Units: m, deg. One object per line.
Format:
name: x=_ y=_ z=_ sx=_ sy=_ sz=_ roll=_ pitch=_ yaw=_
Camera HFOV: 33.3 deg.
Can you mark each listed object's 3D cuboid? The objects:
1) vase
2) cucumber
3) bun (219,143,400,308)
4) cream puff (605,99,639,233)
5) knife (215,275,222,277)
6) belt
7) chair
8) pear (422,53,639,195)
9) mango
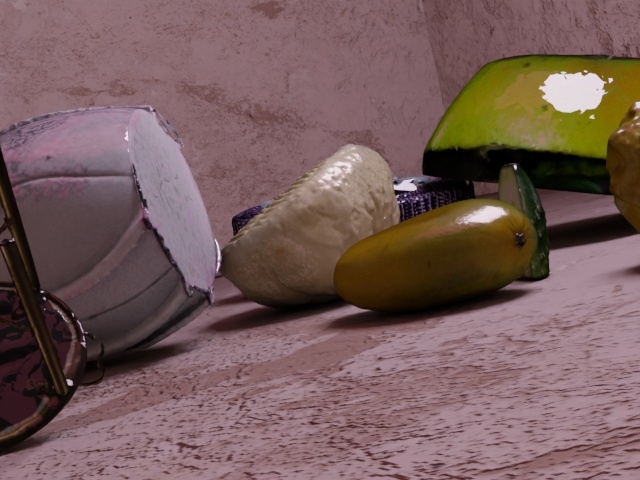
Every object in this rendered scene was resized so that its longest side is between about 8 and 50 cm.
vase: x=-0.336 y=0.026 z=1.043 sx=0.445 sy=0.250 sz=0.250 roll=-18 pitch=1 yaw=11
cucumber: x=0.191 y=-0.019 z=0.990 sx=0.035 sy=0.107 sz=0.067 roll=-6 pitch=-1 yaw=-10
bun: x=0.000 y=0.000 z=1.166 sx=0.220 sy=0.134 sz=0.220 roll=-40 pitch=-1 yaw=-1
cream puff: x=0.326 y=-0.072 z=0.880 sx=0.195 sy=0.194 sz=0.221 roll=-10 pitch=-1 yaw=36
knife: x=-0.252 y=0.081 z=2.017 sx=0.170 sy=0.010 sz=0.023 roll=-12 pitch=1 yaw=-41
belt: x=0.047 y=-0.014 z=1.438 sx=0.325 sy=0.122 sz=0.260 roll=-11 pitch=10 yaw=-2
chair: x=-0.231 y=0.073 z=0.712 sx=0.160 sy=0.170 sz=0.325 roll=-17 pitch=-40 yaw=-11
pear: x=0.330 y=-0.149 z=1.364 sx=0.399 sy=0.165 sz=0.399 roll=5 pitch=6 yaw=0
mango: x=0.094 y=0.021 z=0.929 sx=0.191 sy=0.085 sz=0.122 roll=-21 pitch=9 yaw=21
